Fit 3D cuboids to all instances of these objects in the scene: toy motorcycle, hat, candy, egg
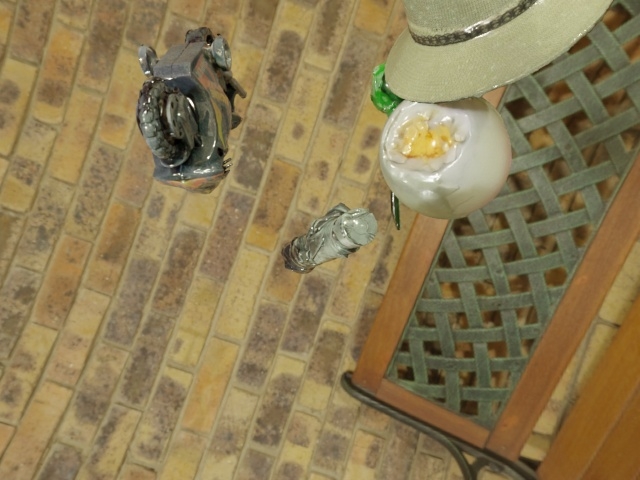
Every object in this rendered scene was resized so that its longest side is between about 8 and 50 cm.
[{"bbox_3d":[-0.162,-0.163,0.615,0.307,0.108,0.173,-87,-10,-54],"label":"toy motorcycle"},{"bbox_3d":[0.158,-0.279,0.495,0.257,0.130,0.257,-23,42,22],"label":"hat"},{"bbox_3d":[0.144,-0.179,0.922,0.097,0.096,0.324,-88,-4,-80],"label":"candy"},{"bbox_3d":[0.188,-0.122,0.699,0.217,0.183,0.183,4,-72,-55],"label":"egg"}]

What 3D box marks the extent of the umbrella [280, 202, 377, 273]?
[{"bbox_3d":[0.000,0.000,0.456,0.188,0.046,0.050,149,105,-71],"label":"umbrella"}]
